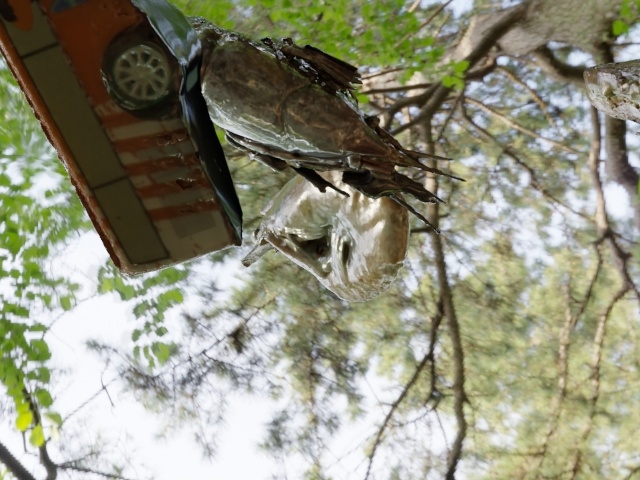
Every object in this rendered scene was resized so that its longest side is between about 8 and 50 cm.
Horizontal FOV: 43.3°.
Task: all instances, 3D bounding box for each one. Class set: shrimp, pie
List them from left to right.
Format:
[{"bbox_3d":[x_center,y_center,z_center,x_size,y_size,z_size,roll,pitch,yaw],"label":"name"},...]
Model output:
[{"bbox_3d":[-0.014,-0.118,0.785,0.343,0.145,0.116,29,-93,-6],"label":"shrimp"},{"bbox_3d":[0.000,0.000,0.939,0.077,0.317,0.168,-10,-100,-33],"label":"shrimp"},{"bbox_3d":[0.416,-0.119,0.869,0.308,0.308,0.085,21,-65,-20],"label":"pie"}]

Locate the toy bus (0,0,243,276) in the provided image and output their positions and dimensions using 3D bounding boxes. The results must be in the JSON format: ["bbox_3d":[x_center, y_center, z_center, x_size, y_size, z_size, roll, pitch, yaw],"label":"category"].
[{"bbox_3d":[-0.146,-0.172,0.423,0.092,0.093,0.409,-19,-66,5],"label":"toy bus"}]
